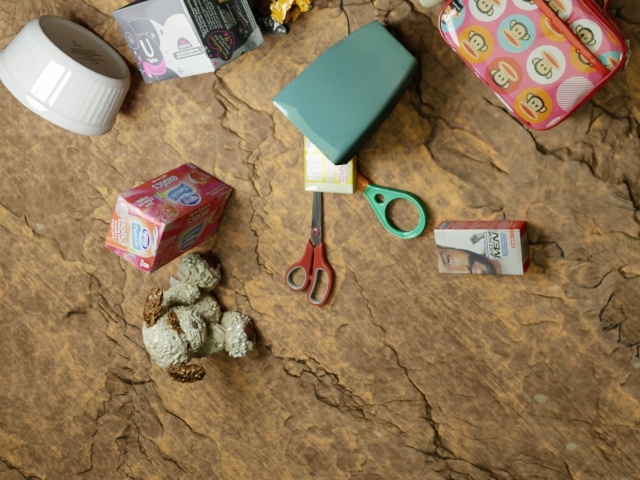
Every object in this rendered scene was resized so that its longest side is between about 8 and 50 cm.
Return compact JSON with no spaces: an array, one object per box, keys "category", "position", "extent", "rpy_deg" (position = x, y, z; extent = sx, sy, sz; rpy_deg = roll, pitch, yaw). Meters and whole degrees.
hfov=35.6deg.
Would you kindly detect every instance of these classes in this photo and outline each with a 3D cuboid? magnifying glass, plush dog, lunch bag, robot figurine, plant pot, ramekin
[{"category":"magnifying glass","position":[0.111,-0.089,1.971],"extent":[0.231,0.026,0.092],"rpy_deg":[38,122,10]},{"category":"plush dog","position":[-0.301,0.185,2.166],"extent":[0.210,0.225,0.262],"rpy_deg":[-24,99,31]},{"category":"lunch bag","position":[0.374,-0.360,1.684],"extent":[0.293,0.120,0.258],"rpy_deg":[47,119,1]},{"category":"robot figurine","position":[-0.119,-0.525,1.872],"extent":[0.291,0.085,0.211],"rpy_deg":[41,123,7]},{"category":"plant pot","position":[0.062,-0.277,1.824],"extent":[0.234,0.165,0.166],"rpy_deg":[-44,87,10]},{"category":"ramekin","position":[-0.514,-0.347,2.042],"extent":[0.273,0.273,0.127],"rpy_deg":[41,110,6]}]

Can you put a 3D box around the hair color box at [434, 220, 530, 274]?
[{"category":"hair color box","position":[0.307,0.013,1.900],"extent":[0.167,0.053,0.093],"rpy_deg":[0,111,27]}]

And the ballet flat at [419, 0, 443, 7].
[{"category":"ballet flat","position":[0.238,-0.501,1.698],"extent":[0.086,0.086,0.248],"rpy_deg":[28,120,14]}]

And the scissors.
[{"category":"scissors","position":[0.000,0.000,2.069],"extent":[0.109,0.021,0.297],"rpy_deg":[26,118,18]}]

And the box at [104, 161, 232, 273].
[{"category":"box","position":[-0.310,-0.051,2.056],"extent":[0.122,0.257,0.128],"rpy_deg":[31,121,14]}]

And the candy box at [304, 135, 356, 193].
[{"category":"candy box","position":[0.019,-0.197,1.953],"extent":[0.105,0.027,0.206],"rpy_deg":[5,103,21]}]

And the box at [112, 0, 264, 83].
[{"category":"box","position":[-0.254,-0.403,1.894],"extent":[0.247,0.142,0.163],"rpy_deg":[3,123,51]}]
